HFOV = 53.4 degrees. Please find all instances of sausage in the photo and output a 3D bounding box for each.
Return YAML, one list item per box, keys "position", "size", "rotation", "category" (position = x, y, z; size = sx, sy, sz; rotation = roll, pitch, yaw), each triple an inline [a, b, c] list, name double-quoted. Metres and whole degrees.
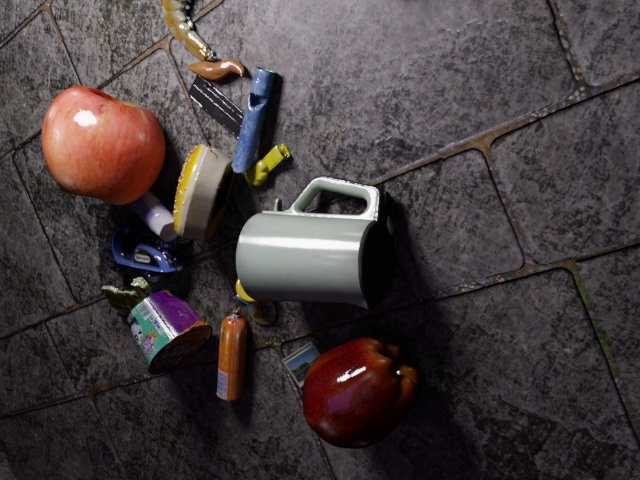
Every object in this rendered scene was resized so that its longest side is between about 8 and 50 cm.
- position: [-0.289, 0.368, 2.091]
  size: [0.093, 0.093, 0.311]
  rotation: [16, 113, 27]
  category: "sausage"

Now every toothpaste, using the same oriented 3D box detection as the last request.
- position: [-0.576, -0.122, 2.080]
  size: [0.371, 0.080, 0.125]
  rotation: [39, 124, 38]
  category: "toothpaste"

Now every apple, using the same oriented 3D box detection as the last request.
- position: [0.109, 0.421, 1.754]
  size: [0.317, 0.288, 0.288]
  rotation: [-40, 82, 20]
  category: "apple"
- position: [-0.666, -0.280, 1.953]
  size: [0.364, 0.364, 0.363]
  rotation: [10, 110, 29]
  category: "apple"

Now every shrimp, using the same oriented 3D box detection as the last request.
- position: [-0.384, -0.664, 1.841]
  size: [0.185, 0.068, 0.286]
  rotation: [10, 112, 31]
  category: "shrimp"

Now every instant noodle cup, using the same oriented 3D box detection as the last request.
- position: [-0.515, 0.295, 2.125]
  size: [0.190, 0.251, 0.251]
  rotation: [49, 124, 20]
  category: "instant noodle cup"

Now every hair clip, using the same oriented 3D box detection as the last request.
- position: [-0.161, -0.214, 1.859]
  size: [0.173, 0.046, 0.072]
  rotation: [-31, 84, 36]
  category: "hair clip"

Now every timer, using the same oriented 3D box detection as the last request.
- position: [-0.208, 0.139, 1.958]
  size: [0.107, 0.109, 0.107]
  rotation: [-2, 71, 5]
  category: "timer"

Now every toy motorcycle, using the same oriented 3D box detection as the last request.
- position: [-0.600, 0.020, 2.160]
  size: [0.359, 0.125, 0.212]
  rotation: [8, 100, 27]
  category: "toy motorcycle"

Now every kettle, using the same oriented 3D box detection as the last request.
- position: [0.000, 0.000, 1.743]
  size: [0.377, 0.250, 0.360]
  rotation: [2, 77, 28]
  category: "kettle"

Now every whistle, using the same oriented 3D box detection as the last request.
- position: [-0.191, -0.337, 1.812]
  size: [0.062, 0.062, 0.304]
  rotation: [26, 111, 23]
  category: "whistle"

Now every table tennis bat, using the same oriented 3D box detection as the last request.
- position: [-0.205, 0.211, 2.034]
  size: [0.155, 0.019, 0.100]
  rotation: [27, 118, 20]
  category: "table tennis bat"

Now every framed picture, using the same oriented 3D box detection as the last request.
- position: [-0.045, 0.390, 1.997]
  size: [0.149, 0.011, 0.109]
  rotation: [-38, 84, 34]
  category: "framed picture"

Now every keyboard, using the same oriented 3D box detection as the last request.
- position: [-0.298, -0.393, 1.903]
  size: [0.250, 0.017, 0.087]
  rotation: [41, 121, 13]
  category: "keyboard"

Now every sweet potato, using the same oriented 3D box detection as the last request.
- position: [-0.303, -0.496, 1.855]
  size: [0.202, 0.058, 0.055]
  rotation: [5, 65, 26]
  category: "sweet potato"

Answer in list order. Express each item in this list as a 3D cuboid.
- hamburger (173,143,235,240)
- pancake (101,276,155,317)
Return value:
- position: [-0.360, -0.138, 1.901]
  size: [0.152, 0.227, 0.295]
  rotation: [23, 115, -2]
  category: "hamburger"
- position: [-0.671, 0.202, 2.236]
  size: [0.197, 0.054, 0.377]
  rotation: [33, 146, -22]
  category: "pancake"
